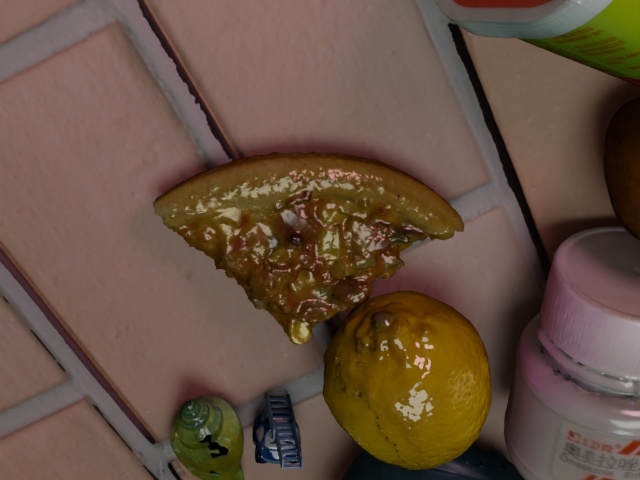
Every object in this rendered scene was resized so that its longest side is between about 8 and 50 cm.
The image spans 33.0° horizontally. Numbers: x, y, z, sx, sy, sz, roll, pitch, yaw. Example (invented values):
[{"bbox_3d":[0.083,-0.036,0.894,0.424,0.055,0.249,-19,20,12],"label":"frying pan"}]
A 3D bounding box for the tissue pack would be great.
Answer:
[{"bbox_3d":[0.160,0.378,1.469,0.287,0.206,0.198,19,127,-21],"label":"tissue pack"}]

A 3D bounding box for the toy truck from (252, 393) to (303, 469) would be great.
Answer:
[{"bbox_3d":[-0.050,0.261,1.376,0.063,0.136,0.074,1,124,-14],"label":"toy truck"}]

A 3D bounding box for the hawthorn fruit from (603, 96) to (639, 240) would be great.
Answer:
[{"bbox_3d":[0.427,-0.056,1.186,0.208,0.248,0.208,-12,143,-9],"label":"hawthorn fruit"}]

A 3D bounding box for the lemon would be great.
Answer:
[{"bbox_3d":[0.107,0.170,1.311,0.204,0.204,0.260,-22,135,4],"label":"lemon"}]

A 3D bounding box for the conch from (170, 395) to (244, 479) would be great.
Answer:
[{"bbox_3d":[-0.146,0.257,1.398,0.094,0.079,0.201,8,133,5],"label":"conch"}]

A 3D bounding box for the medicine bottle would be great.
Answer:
[{"bbox_3d":[0.360,0.159,1.325,0.241,0.241,0.302,-4,124,-9],"label":"medicine bottle"}]

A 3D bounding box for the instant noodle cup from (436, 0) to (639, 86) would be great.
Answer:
[{"bbox_3d":[0.312,-0.267,1.016,0.307,0.294,0.294,19,118,-32],"label":"instant noodle cup"}]

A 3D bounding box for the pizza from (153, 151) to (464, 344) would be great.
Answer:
[{"bbox_3d":[-0.010,-0.027,1.225,0.258,0.087,0.268,-38,121,11],"label":"pizza"}]
